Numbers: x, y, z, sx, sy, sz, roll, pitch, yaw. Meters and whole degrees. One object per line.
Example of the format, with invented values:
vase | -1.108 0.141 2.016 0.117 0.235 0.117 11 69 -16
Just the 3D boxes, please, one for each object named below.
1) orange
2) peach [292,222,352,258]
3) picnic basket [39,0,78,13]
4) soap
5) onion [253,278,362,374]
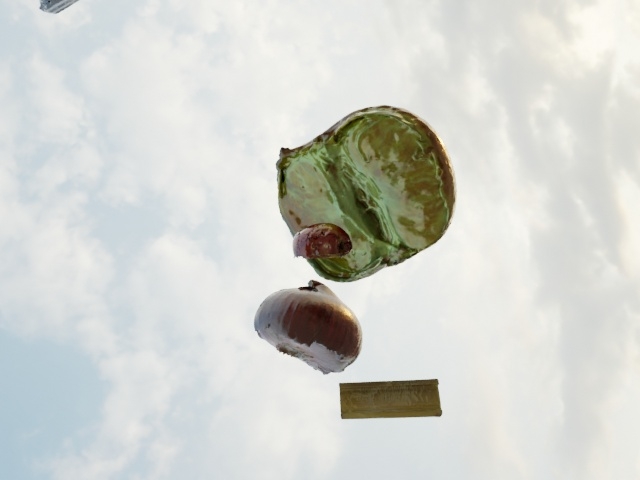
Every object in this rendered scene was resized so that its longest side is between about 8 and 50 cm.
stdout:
orange | 0.079 -0.076 0.889 0.196 0.334 0.263 -11 -109 -61
peach | 0.000 0.000 0.748 0.077 0.083 0.050 -21 -77 -51
picnic basket | -0.319 -0.445 0.649 0.129 0.296 0.223 24 -114 -51
soap | 0.172 0.396 1.273 0.037 0.252 0.092 64 -157 -71
onion | -0.019 0.183 1.060 0.161 0.248 0.248 -46 -67 -22
